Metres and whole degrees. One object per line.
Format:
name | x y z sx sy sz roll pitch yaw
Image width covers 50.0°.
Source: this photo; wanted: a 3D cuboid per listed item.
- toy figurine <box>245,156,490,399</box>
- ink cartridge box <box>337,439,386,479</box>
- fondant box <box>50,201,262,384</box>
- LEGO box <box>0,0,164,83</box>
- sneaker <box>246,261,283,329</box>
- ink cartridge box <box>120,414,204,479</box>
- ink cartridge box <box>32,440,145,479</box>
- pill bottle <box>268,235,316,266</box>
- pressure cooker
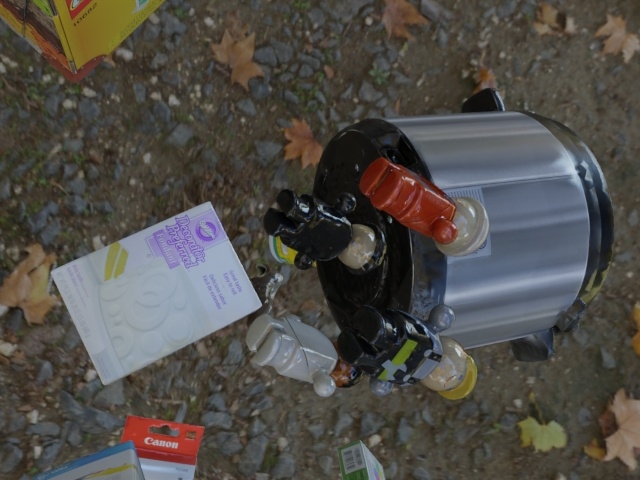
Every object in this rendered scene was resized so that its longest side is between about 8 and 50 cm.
toy figurine | 0.048 0.045 0.652 0.148 0.213 0.210 23 64 -38
ink cartridge box | 0.110 0.551 1.548 0.062 0.209 0.109 -23 42 9
fondant box | -0.316 0.101 1.342 0.330 0.096 0.238 -26 85 -18
LEGO box | -0.199 -0.460 0.796 0.193 0.372 0.500 43 78 -8
sneaker | -0.145 0.126 1.558 0.071 0.066 0.188 36 37 -12
ink cartridge box | -0.386 0.536 1.594 0.189 0.066 0.232 14 105 -17
ink cartridge box | -0.396 0.515 1.214 0.197 0.270 0.198 -17 95 -16
pill bottle | 0.000 0.000 1.516 0.208 0.117 0.118 4 68 31
pressure cooker | 0.235 -0.012 1.066 0.420 0.370 0.375 -8 36 -22
